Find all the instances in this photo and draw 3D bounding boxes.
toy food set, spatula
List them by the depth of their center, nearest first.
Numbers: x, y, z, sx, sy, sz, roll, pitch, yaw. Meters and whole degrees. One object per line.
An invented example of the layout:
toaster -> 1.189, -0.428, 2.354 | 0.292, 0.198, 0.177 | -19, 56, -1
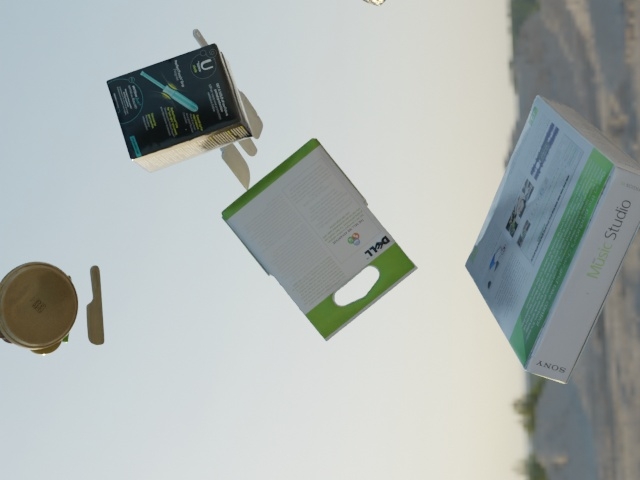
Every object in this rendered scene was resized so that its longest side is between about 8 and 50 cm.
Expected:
toy food set -> -0.401, 0.095, 1.922 | 0.038, 0.192, 0.132 | 0, 92, 59
spatula -> -0.163, -0.218, 2.233 | 0.242, 0.019, 0.168 | 54, -142, -39

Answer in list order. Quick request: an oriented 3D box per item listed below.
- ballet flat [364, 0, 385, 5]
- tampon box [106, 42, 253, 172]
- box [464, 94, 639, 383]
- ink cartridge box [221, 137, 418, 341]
ballet flat -> 0.104, -0.317, 1.531 | 0.049, 0.173, 0.057 | 27, -125, -33
tampon box -> -0.192, -0.181, 1.892 | 0.101, 0.161, 0.120 | 46, -154, -80
box -> 0.253, -0.013, 1.504 | 0.322, 0.059, 0.232 | -102, 32, -71
ink cartridge box -> 0.000, 0.000, 2.112 | 0.255, 0.189, 0.097 | 51, -177, 3
